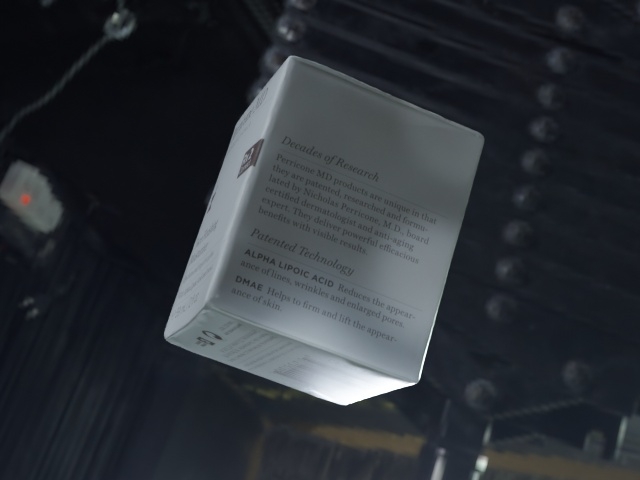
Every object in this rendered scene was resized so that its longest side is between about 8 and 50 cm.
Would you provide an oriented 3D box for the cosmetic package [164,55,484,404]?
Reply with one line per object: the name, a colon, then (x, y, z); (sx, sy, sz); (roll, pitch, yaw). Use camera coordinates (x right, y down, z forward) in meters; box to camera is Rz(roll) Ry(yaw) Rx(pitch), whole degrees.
cosmetic package: (0.000, 0.000, 0.922); (0.151, 0.183, 0.151); (21, -19, -13)
